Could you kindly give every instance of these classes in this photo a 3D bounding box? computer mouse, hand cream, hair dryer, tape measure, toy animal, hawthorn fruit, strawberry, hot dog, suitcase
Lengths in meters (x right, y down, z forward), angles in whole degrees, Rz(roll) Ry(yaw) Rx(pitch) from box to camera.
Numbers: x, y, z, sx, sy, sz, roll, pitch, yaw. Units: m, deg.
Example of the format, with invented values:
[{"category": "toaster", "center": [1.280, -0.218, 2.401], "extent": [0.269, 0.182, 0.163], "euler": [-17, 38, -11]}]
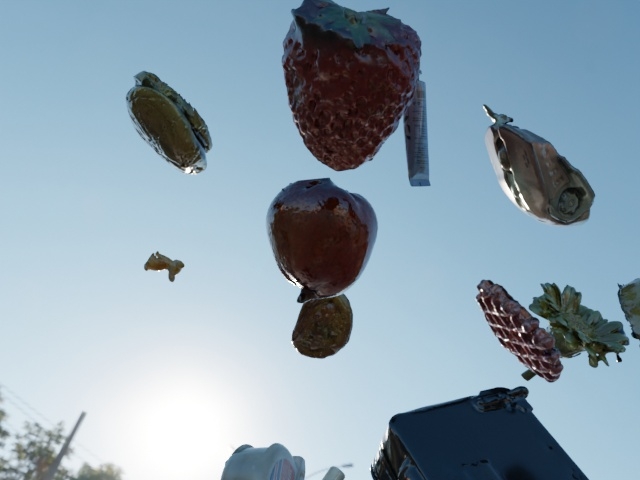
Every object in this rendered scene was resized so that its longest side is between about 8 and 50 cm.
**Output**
[{"category": "computer mouse", "center": [0.469, -0.147, 1.392], "extent": [0.389, 0.115, 0.199], "euler": [43, -8, -22]}, {"category": "hand cream", "center": [0.223, -0.261, 1.446], "extent": [0.058, 0.091, 0.271], "euler": [-3, -87, 38]}, {"category": "hair dryer", "center": [0.045, 0.647, 1.566], "extent": [0.047, 0.082, 0.137], "euler": [-3, -53, 50]}, {"category": "tape measure", "center": [-0.131, 0.573, 1.357], "extent": [0.130, 0.258, 0.265], "euler": [-8, -42, 20]}, {"category": "toy animal", "center": [-0.372, 0.064, 1.479], "extent": [0.083, 0.081, 0.060], "euler": [27, -72, 6]}, {"category": "hawthorn fruit", "center": [0.011, -0.013, 1.586], "extent": [0.295, 0.295, 0.311], "euler": [-12, -79, 29]}, {"category": "strawberry", "center": [0.059, -0.338, 1.300], "extent": [0.292, 0.292, 0.310], "euler": [15, -38, 1]}, {"category": "hot dog", "center": [0.007, 0.281, 2.059], "extent": [0.196, 0.122, 0.272], "euler": [10, -55, -13]}, {"category": "suitcase", "center": [0.272, 0.418, 0.973], "extent": [0.339, 0.345, 0.188], "euler": [-2, -52, -29]}]

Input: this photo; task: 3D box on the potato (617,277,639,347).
[{"category": "potato", "center": [0.539, 0.136, 0.923], "extent": [0.138, 0.243, 0.098], "euler": [7, -44, -42]}]

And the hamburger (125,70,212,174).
[{"category": "hamburger", "center": [-0.412, -0.304, 1.658], "extent": [0.285, 0.134, 0.265], "euler": [39, -12, 9]}]

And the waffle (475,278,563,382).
[{"category": "waffle", "center": [0.394, 0.186, 1.227], "extent": [0.055, 0.221, 0.234], "euler": [-38, -39, -4]}]

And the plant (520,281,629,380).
[{"category": "plant", "center": [0.702, 0.276, 1.693], "extent": [0.261, 0.297, 0.306], "euler": [12, -1, 40]}]
